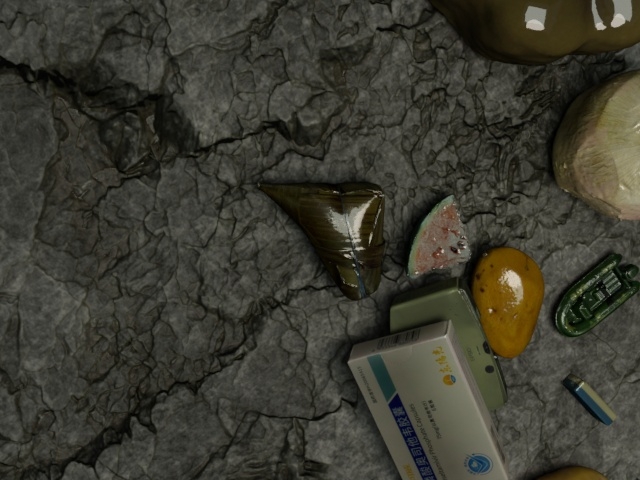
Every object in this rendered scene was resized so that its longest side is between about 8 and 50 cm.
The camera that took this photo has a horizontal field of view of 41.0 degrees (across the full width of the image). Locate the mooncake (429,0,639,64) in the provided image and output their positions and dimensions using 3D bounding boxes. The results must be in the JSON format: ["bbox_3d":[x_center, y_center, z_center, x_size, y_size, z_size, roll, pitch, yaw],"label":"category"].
[{"bbox_3d":[0.418,-0.537,1.521,0.467,0.262,0.466,-1,97,-10],"label":"mooncake"}]

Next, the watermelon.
[{"bbox_3d":[0.228,0.007,1.659,0.139,0.071,0.187,33,82,-21],"label":"watermelon"}]

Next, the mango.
[{"bbox_3d":[0.370,0.122,1.681,0.147,0.109,0.227,-12,102,-13],"label":"mango"}]

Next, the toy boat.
[{"bbox_3d":[0.562,0.117,1.751,0.210,0.052,0.104,-38,106,-5],"label":"toy boat"}]

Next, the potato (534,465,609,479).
[{"bbox_3d":[0.496,0.547,1.757,0.234,0.146,0.150,-20,145,-22],"label":"potato"}]

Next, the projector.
[{"bbox_3d":[0.233,0.216,1.656,0.194,0.088,0.269,-19,106,15],"label":"projector"}]

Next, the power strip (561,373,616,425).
[{"bbox_3d":[0.560,0.332,1.780,0.032,0.056,0.123,-45,105,-4],"label":"power strip"}]

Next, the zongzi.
[{"bbox_3d":[0.000,0.000,1.588,0.242,0.112,0.220,1,99,-4],"label":"zongzi"}]

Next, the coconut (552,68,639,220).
[{"bbox_3d":[0.605,-0.175,1.616,0.297,0.254,0.297,-2,98,-14],"label":"coconut"}]

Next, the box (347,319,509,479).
[{"bbox_3d":[0.209,0.327,1.621,0.200,0.065,0.343,-18,110,20],"label":"box"}]
